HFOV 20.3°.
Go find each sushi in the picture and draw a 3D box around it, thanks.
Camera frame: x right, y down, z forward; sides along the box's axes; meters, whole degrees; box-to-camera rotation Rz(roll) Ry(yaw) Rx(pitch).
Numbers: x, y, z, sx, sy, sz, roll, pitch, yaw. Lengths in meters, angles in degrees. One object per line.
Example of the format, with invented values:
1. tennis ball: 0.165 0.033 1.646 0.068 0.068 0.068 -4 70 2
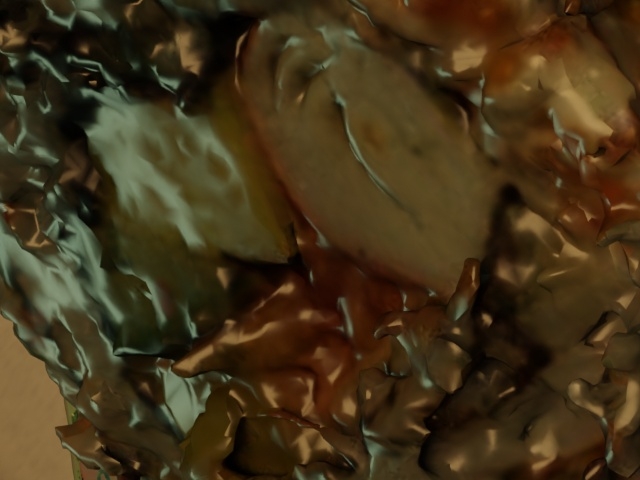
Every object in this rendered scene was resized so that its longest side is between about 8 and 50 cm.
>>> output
1. sushi: -0.003 -0.003 0.732 0.417 0.176 0.417 22 130 29

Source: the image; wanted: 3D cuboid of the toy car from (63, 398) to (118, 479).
1. toy car: -0.070 0.157 0.916 0.090 0.076 0.224 -26 74 25
